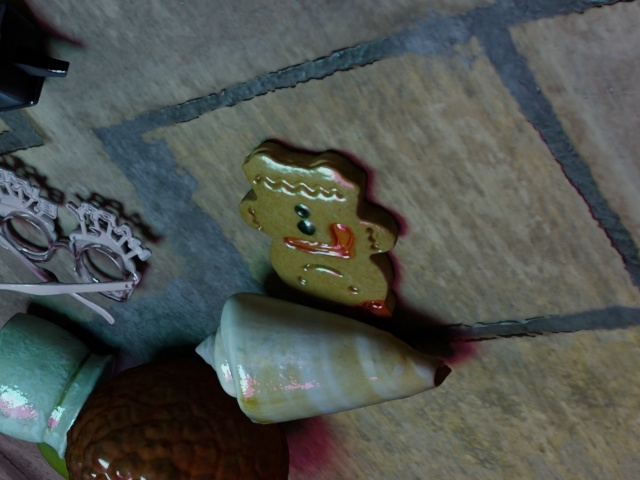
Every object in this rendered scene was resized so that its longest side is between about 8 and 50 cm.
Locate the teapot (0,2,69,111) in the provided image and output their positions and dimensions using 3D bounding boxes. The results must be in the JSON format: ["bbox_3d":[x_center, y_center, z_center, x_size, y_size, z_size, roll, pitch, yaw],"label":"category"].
[{"bbox_3d":[-0.311,-0.160,1.293,0.177,0.087,0.096,-4,158,38],"label":"teapot"}]

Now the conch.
[{"bbox_3d":[-0.007,0.136,1.370,0.255,0.127,0.158,13,164,22],"label":"conch"}]

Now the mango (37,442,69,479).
[{"bbox_3d":[-0.279,0.307,1.834,0.237,0.091,0.137,14,137,29],"label":"mango"}]

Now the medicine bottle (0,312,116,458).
[{"bbox_3d":[-0.338,0.178,1.664,0.143,0.147,0.147,25,145,1],"label":"medicine bottle"}]

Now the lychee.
[{"bbox_3d":[-0.159,0.250,1.571,0.255,0.300,0.255,6,106,21],"label":"lychee"}]

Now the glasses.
[{"bbox_3d":[-0.305,0.005,1.477,0.255,0.095,0.162,20,136,9],"label":"glasses"}]

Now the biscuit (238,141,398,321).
[{"bbox_3d":[0.000,0.000,1.306,0.165,0.036,0.226,11,141,22],"label":"biscuit"}]
